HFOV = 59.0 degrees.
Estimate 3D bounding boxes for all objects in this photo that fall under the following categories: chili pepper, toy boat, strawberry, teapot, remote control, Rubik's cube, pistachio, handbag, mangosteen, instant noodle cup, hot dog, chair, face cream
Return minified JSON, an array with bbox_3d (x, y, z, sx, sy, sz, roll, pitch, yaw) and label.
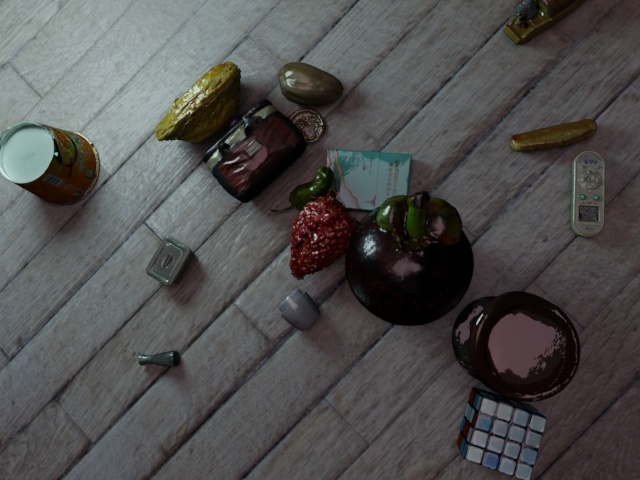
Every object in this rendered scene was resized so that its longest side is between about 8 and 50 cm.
[{"bbox_3d":[-0.037,-0.126,1.504,0.073,0.072,0.204,41,129,-16],"label":"chili pepper"},{"bbox_3d":[0.614,-0.629,1.460,0.310,0.115,0.089,-35,80,3],"label":"toy boat"},{"bbox_3d":[-0.014,-0.006,1.437,0.228,0.098,0.174,-41,98,6],"label":"strawberry"},{"bbox_3d":[-0.442,0.322,1.537,0.110,0.043,0.043,-4,83,12],"label":"teapot"},{"bbox_3d":[0.675,-0.116,1.429,0.078,0.042,0.222,3,85,7],"label":"remote control"},{"bbox_3d":[0.425,0.454,1.342,0.154,0.151,0.155,16,85,8],"label":"Rubik's cube"},{"bbox_3d":[-0.030,-0.424,1.538,0.185,0.126,0.108,19,129,6],"label":"pistachio"},{"bbox_3d":[-0.180,-0.241,1.496,0.254,0.181,0.181,-43,87,3],"label":"handbag"},{"bbox_3d":[0.216,0.038,1.318,0.305,0.360,0.306,5,64,-11],"label":"mangosteen"},{"bbox_3d":[-0.768,-0.222,1.574,0.230,0.182,0.231,-1,84,9],"label":"instant noodle cup"},{"bbox_3d":[0.599,-0.262,1.454,0.215,0.047,0.066,-13,45,5],"label":"hot dog"},{"bbox_3d":[0.417,0.228,1.243,0.226,0.401,0.227,-1,82,9],"label":"chair"},{"bbox_3d":[-0.055,0.181,1.473,0.091,0.091,0.095,-44,88,1],"label":"face cream"}]

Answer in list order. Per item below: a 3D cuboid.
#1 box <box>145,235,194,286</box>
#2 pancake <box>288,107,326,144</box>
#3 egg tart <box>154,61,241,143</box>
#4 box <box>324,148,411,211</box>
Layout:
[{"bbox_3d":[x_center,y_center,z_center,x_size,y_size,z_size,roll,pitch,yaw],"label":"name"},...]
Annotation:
[{"bbox_3d":[-0.408,0.058,1.550,0.089,0.062,0.122,30,89,10],"label":"box"},{"bbox_3d":[-0.041,-0.315,1.569,0.114,0.011,0.115,-1,84,10],"label":"pancake"},{"bbox_3d":[-0.311,-0.353,1.520,0.294,0.294,0.123,-44,115,1],"label":"egg tart"},{"bbox_3d":[0.122,-0.157,1.511,0.229,0.041,0.162,5,84,8],"label":"box"}]
